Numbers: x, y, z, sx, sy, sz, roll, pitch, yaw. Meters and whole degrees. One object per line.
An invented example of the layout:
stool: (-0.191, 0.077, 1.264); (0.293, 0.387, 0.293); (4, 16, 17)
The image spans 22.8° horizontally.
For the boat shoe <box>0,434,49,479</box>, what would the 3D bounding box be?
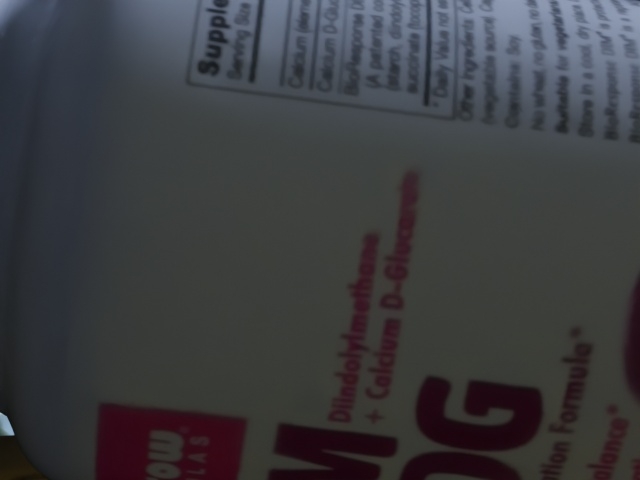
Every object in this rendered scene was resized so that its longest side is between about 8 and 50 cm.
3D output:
boat shoe: (-0.127, 0.202, 0.511); (0.092, 0.103, 0.285); (153, -52, -80)

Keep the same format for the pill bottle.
pill bottle: (0.000, 0.000, 0.458); (0.160, 0.283, 0.160); (-173, -90, -87)

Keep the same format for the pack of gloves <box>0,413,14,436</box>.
pack of gloves: (-0.121, 0.021, 0.717); (0.232, 0.046, 0.195); (58, 26, -60)
